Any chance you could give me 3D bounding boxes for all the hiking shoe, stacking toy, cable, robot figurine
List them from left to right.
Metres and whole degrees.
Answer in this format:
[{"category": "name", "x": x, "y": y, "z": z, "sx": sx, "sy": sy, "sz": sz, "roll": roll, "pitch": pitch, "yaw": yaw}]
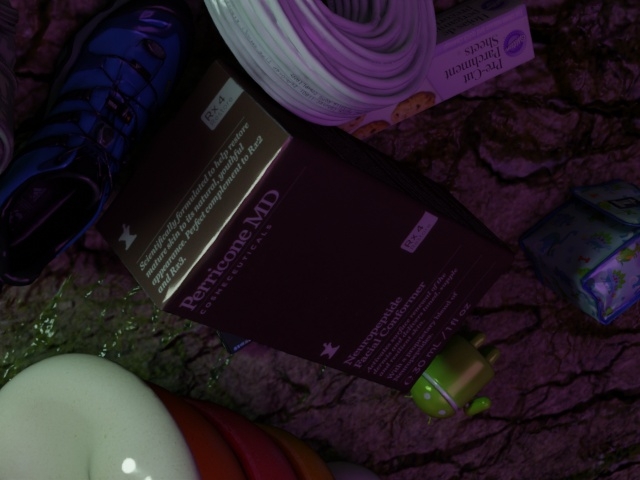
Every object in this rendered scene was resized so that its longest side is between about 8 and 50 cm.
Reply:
[{"category": "hiking shoe", "x": -0.200, "y": -0.083, "z": 1.220, "sx": 0.113, "sy": 0.132, "sz": 0.304, "roll": 34, "pitch": 93, "yaw": -35}, {"category": "stacking toy", "x": -0.090, "y": 0.281, "z": 1.390, "sx": 0.479, "sy": 0.350, "sz": 0.351, "roll": 2, "pitch": 112, "yaw": -48}, {"category": "cable", "x": -0.005, "y": -0.226, "z": 1.205, "sx": 0.089, "sy": 0.257, "sz": 0.257, "roll": -24, "pitch": 131, "yaw": 38}, {"category": "robot figurine", "x": 0.149, "y": 0.153, "z": 1.557, "sx": 0.115, "sy": 0.067, "sz": 0.101, "roll": -43, "pitch": 98, "yaw": -5}]

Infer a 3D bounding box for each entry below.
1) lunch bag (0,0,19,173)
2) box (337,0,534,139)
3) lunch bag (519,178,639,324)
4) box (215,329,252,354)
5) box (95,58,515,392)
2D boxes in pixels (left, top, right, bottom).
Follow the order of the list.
[{"category": "lunch bag", "x": -0.379, "y": -0.171, "z": 1.017, "sx": 0.212, "sy": 0.256, "sz": 0.305, "roll": -35, "pitch": 129, "yaw": 21}, {"category": "box", "x": 0.061, "y": -0.155, "z": 1.373, "sx": 0.324, "sy": 0.063, "sz": 0.067, "roll": -26, "pitch": 124, "yaw": -17}, {"category": "lunch bag", "x": 0.323, "y": 0.000, "z": 1.547, "sx": 0.151, "sy": 0.129, "sz": 0.096, "roll": -37, "pitch": 125, "yaw": -9}, {"category": "box", "x": -0.073, "y": 0.070, "z": 1.427, "sx": 0.083, "sy": 0.018, "sz": 0.067, "roll": -31, "pitch": 123, "yaw": -13}, {"category": "box", "x": 0.000, "y": 0.000, "z": 1.298, "sx": 0.381, "sy": 0.143, "sz": 0.191, "roll": 24, "pitch": 108, "yaw": -48}]
